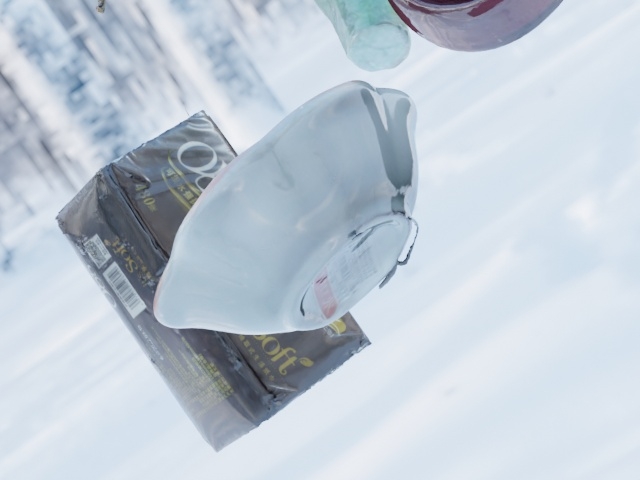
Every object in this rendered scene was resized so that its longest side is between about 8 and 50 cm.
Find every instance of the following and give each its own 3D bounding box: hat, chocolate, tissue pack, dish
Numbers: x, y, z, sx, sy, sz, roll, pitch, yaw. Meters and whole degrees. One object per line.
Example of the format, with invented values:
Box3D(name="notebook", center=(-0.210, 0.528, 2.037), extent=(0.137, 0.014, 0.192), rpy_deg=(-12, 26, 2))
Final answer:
Box3D(name="hat", center=(0.130, -0.242, 1.479), extent=(0.205, 0.205, 0.089), rpy_deg=(-31, -23, 30))
Box3D(name="chocolate", center=(0.026, -0.249, 1.671), extent=(0.110, 0.110, 0.291), rpy_deg=(-32, 40, 18))
Box3D(name="tissue pack", center=(-0.144, 0.048, 2.370), extent=(0.198, 0.370, 0.210), rpy_deg=(-35, 0, -29))
Box3D(name="dish", center=(0.000, 0.000, 1.291), extent=(0.229, 0.081, 0.229), rpy_deg=(-37, -22, -17))

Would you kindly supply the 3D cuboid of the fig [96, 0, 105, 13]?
Box3D(name="fig", center=(-0.164, -0.194, 1.399), extent=(0.050, 0.050, 0.083), rpy_deg=(-36, -21, -15))
